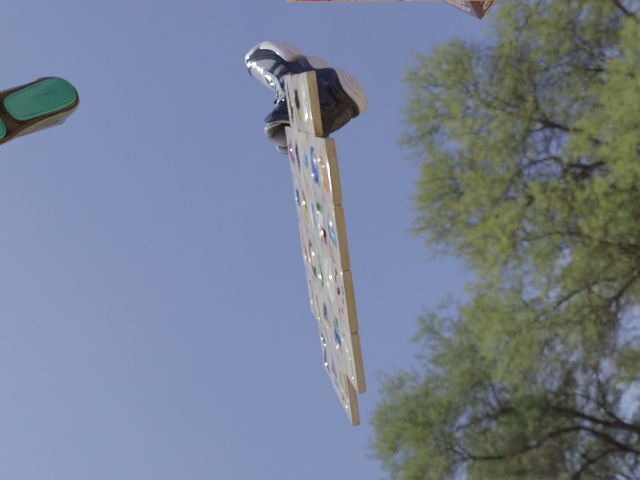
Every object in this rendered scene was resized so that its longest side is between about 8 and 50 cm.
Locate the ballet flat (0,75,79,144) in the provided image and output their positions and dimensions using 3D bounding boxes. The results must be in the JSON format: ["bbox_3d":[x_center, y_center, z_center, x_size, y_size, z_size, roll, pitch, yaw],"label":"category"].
[{"bbox_3d":[-0.379,-0.138,0.918,0.213,0.068,0.072,-30,-93,-45],"label":"ballet flat"}]

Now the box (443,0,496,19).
[{"bbox_3d":[0.215,-0.590,1.466,0.143,0.191,0.381,-56,-30,5],"label":"box"}]

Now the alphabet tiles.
[{"bbox_3d":[0.000,0.000,0.812,0.011,0.285,0.343,-9,-79,-7],"label":"alphabet tiles"}]

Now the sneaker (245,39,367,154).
[{"bbox_3d":[-0.062,-0.240,1.324,0.153,0.268,0.101,-49,-36,-17],"label":"sneaker"}]
